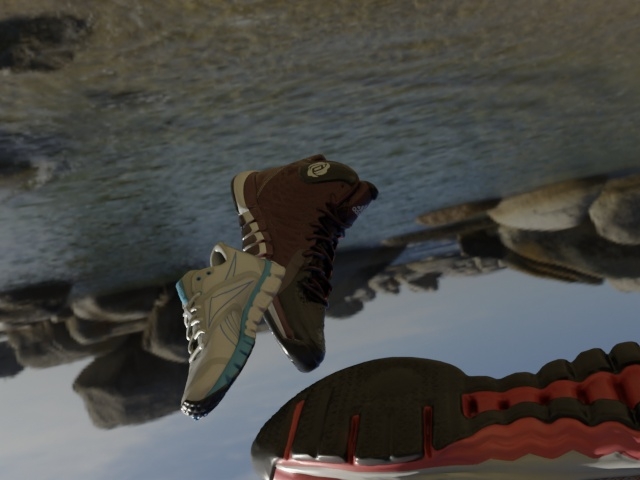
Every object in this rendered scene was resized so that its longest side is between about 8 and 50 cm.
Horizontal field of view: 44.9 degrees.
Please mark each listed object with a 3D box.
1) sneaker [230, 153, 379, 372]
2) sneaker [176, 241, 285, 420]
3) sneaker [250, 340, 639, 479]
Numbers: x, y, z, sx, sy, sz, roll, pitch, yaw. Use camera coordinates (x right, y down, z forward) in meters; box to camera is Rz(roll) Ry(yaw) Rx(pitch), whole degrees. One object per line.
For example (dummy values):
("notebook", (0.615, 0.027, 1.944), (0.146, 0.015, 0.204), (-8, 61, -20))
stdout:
("sneaker", (0.000, 0.000, 0.871), (0.163, 0.281, 0.106), (-23, 144, 6))
("sneaker", (-0.097, 0.071, 0.674), (0.071, 0.083, 0.190), (-50, -167, 35))
("sneaker", (0.108, 0.152, 0.474), (0.314, 0.136, 0.116), (-6, -163, 16))
